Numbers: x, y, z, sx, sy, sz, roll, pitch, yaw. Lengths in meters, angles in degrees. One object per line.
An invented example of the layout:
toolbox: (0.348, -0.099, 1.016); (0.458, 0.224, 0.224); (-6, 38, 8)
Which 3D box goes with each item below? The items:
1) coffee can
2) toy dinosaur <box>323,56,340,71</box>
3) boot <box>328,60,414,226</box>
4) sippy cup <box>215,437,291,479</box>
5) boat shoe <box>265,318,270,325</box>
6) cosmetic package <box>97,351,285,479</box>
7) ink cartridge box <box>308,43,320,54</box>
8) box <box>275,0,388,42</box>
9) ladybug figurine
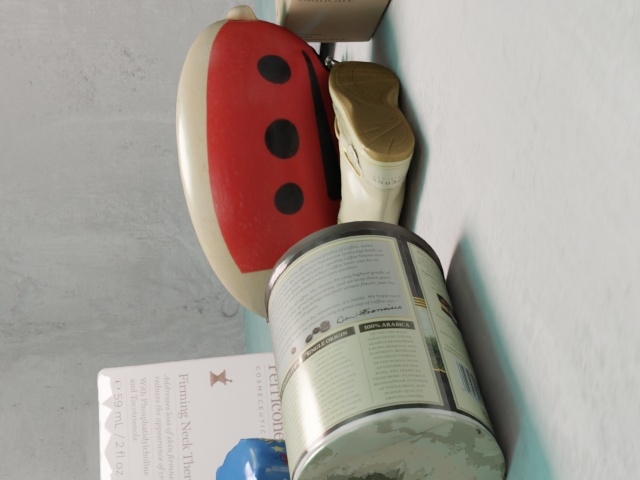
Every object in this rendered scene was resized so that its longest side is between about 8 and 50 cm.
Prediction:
coffee can: (0.055, 0.142, 1.070); (0.275, 0.202, 0.201); (-101, 13, -50)
toy dinosaur: (-0.040, -0.236, 1.800); (0.160, 0.121, 0.313); (-43, 27, 28)
boot: (0.061, -0.104, 1.400); (0.262, 0.095, 0.203); (-107, 16, -51)
sippy cup: (-0.010, 0.335, 1.250); (0.240, 0.224, 0.305); (-59, 24, 34)
boat shoe: (-0.067, 0.126, 1.902); (0.066, 0.066, 0.183); (-103, 14, -48)
cosmetic package: (-0.220, 0.428, 2.158); (0.327, 0.394, 0.329); (79, -175, -71)
ink cartridge box: (-0.043, -0.400, 2.063); (0.330, 0.072, 0.324); (100, 171, -50)
box: (0.024, -0.381, 1.425); (0.311, 0.148, 0.121); (121, 147, -77)
ladybug figurine: (-0.051, -0.107, 1.477); (0.162, 0.305, 0.449); (-5, 105, 39)
